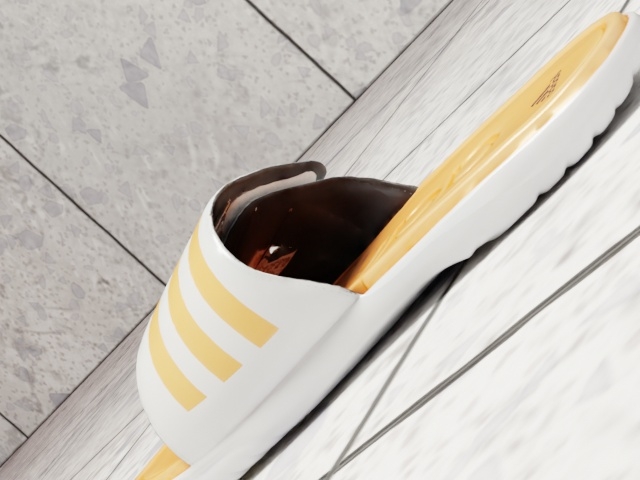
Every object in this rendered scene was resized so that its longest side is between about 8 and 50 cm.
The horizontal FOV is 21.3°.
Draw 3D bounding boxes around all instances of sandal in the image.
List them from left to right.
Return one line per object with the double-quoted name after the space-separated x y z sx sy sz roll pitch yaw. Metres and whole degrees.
0.003 -0.005 0.602 0.265 0.076 0.102 -45 5 27 "sandal"
